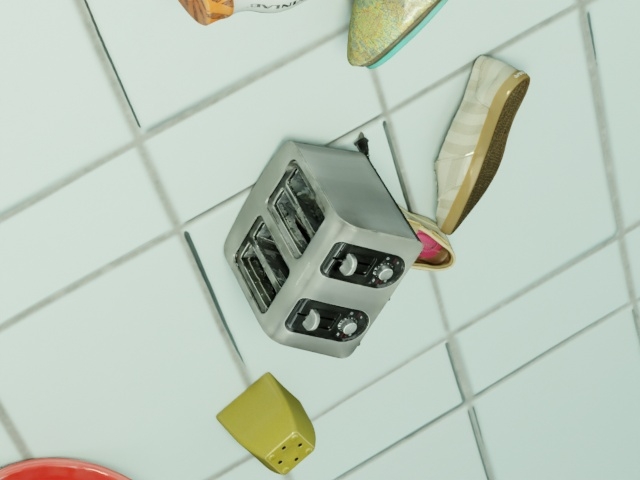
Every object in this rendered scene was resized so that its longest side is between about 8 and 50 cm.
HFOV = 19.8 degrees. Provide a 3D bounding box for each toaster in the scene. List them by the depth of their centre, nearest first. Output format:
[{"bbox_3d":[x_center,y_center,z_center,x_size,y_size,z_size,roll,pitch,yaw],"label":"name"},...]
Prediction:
[{"bbox_3d":[0.000,0.000,1.890,0.110,0.185,0.168,11,125,-36],"label":"toaster"}]

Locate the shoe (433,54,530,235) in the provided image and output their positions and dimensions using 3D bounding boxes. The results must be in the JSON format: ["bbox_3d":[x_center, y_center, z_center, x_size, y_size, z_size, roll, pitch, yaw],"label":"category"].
[{"bbox_3d":[0.165,-0.103,1.999,0.076,0.058,0.219,-36,152,-52],"label":"shoe"}]

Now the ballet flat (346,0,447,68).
[{"bbox_3d":[0.126,-0.320,1.764,0.348,0.123,0.123,-44,136,5],"label":"ballet flat"}]

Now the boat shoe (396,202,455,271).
[{"bbox_3d":[0.085,-0.003,2.015,0.170,0.059,0.063,12,117,-39],"label":"boat shoe"}]

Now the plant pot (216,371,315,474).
[{"bbox_3d":[-0.052,0.218,2.085,0.081,0.083,0.081,-41,137,1],"label":"plant pot"}]

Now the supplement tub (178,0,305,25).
[{"bbox_3d":[0.001,-0.324,1.604,0.316,0.193,0.193,-30,135,-11],"label":"supplement tub"}]

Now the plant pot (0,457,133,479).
[{"bbox_3d":[-0.294,0.414,1.971,0.275,0.275,0.243,-2,136,-33],"label":"plant pot"}]
